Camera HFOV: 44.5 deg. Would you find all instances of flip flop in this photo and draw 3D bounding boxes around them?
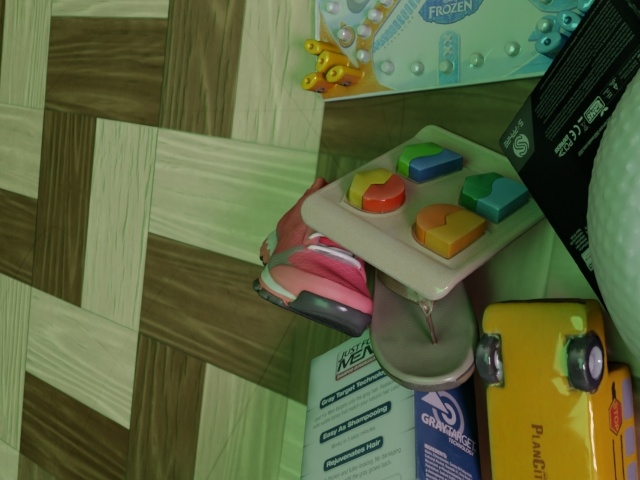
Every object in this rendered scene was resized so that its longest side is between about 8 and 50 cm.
[{"bbox_3d":[0.104,0.024,0.803,0.112,0.080,0.277,-4,55,17],"label":"flip flop"}]

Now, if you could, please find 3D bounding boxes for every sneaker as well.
[{"bbox_3d":[-0.001,0.000,0.867,0.136,0.116,0.314,-64,15,9],"label":"sneaker"}]

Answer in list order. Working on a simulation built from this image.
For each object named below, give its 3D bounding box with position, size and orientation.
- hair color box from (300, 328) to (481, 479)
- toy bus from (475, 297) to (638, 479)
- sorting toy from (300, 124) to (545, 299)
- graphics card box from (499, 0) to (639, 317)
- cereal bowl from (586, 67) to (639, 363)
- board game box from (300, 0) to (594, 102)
[{"bbox_3d":[0.068,0.255,0.789,0.174,0.105,0.347,-34,35,36],"label":"hair color box"},{"bbox_3d":[0.234,0.220,0.744,0.108,0.130,0.333,-5,89,41],"label":"toy bus"},{"bbox_3d":[0.114,-0.045,0.799,0.193,0.208,0.038,32,143,35],"label":"sorting toy"},{"bbox_3d":[0.309,-0.008,0.631,0.371,0.094,0.233,61,159,20],"label":"graphics card box"},{"bbox_3d":[0.330,-0.026,0.429,0.339,0.141,0.339,-3,74,12],"label":"cereal bowl"},{"bbox_3d":[0.132,-0.366,0.857,0.390,0.050,0.390,2,93,40],"label":"board game box"}]
